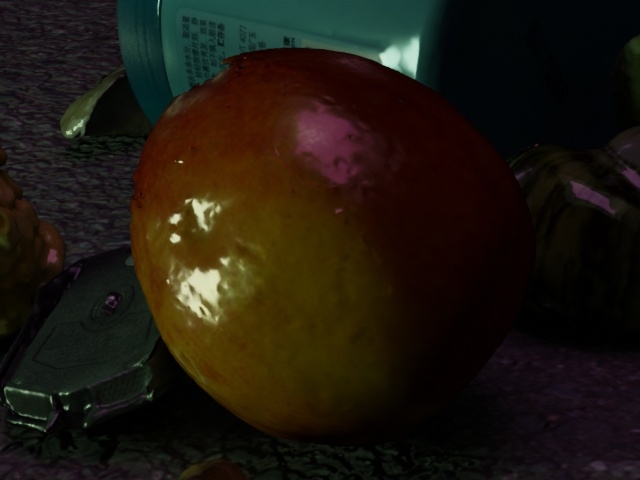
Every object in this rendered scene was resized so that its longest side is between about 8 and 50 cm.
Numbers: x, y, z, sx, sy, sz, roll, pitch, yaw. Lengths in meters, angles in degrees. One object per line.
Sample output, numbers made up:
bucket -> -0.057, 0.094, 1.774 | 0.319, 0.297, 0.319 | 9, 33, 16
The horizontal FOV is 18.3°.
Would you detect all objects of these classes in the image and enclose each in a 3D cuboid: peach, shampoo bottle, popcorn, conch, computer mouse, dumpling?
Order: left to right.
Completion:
popcorn -> -0.280, 0.010, 1.426 | 0.194, 0.163, 0.140 | 5, 36, -14
computer mouse -> -0.139, 0.075, 1.370 | 0.126, 0.071, 0.231 | -10, 28, 16
dumpling -> -0.138, -0.170, 1.966 | 0.166, 0.086, 0.332 | -29, 13, 21
peach -> 0.000, 0.000, 1.285 | 0.281, 0.238, 0.281 | 7, 60, -13
shampoo bottle -> 0.064, -0.185, 1.657 | 0.343, 0.331, 0.331 | 20, 30, 40
conch -> 0.221, -0.017, 1.454 | 0.187, 0.181, 0.124 | 35, -16, -9

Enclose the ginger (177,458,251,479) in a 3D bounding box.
ginger -> -0.060, 0.163, 1.139 | 0.096, 0.067, 0.165 | -18, 16, 19

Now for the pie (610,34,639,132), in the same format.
pie -> 0.353, -0.072, 1.505 | 0.306, 0.071, 0.306 | 26, -13, 7
